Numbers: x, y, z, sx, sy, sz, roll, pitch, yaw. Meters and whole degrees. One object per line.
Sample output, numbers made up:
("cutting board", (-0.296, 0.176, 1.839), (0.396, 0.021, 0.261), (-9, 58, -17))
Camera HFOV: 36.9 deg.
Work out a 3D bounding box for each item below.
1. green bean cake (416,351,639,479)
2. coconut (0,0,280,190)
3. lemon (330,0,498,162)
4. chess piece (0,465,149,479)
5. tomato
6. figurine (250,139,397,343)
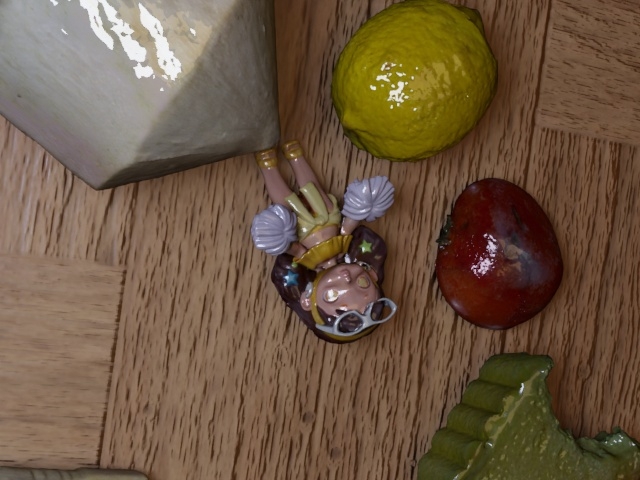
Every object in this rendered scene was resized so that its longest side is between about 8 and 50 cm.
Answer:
("green bean cake", (0.260, 0.279, 1.196), (0.236, 0.124, 0.233), (43, 78, -18))
("coconut", (-0.168, -0.192, 0.917), (0.329, 0.329, 0.328), (-1, 93, -21))
("lemon", (0.107, -0.180, 1.087), (0.180, 0.180, 0.193), (48, 51, -17))
("chess piece", (-0.323, 0.288, 0.983), (0.301, 0.137, 0.137), (8, 90, -32))
("tomato", (0.238, 0.019, 1.189), (0.173, 0.099, 0.189), (24, 82, -19))
("figurine", (0.000, 0.002, 1.087), (0.175, 0.116, 0.240), (-22, 94, -21))
